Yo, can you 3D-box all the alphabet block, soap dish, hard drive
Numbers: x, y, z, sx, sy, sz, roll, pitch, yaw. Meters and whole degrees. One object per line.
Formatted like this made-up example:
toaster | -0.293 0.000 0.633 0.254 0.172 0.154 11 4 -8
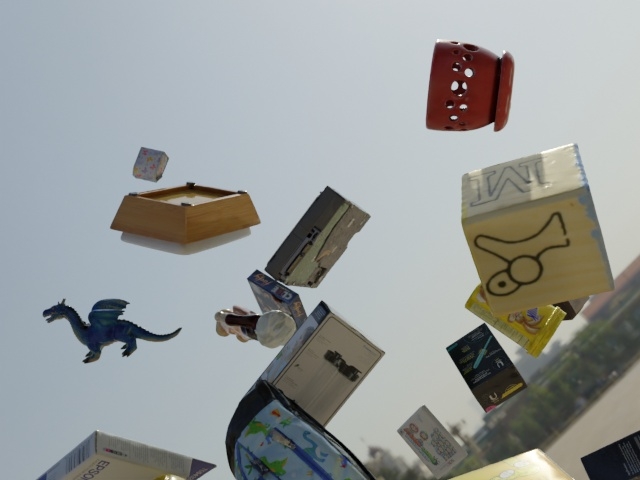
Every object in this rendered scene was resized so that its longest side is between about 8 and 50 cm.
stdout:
alphabet block | 0.347 -0.017 1.361 0.197 0.192 0.193 -14 24 17
soap dish | -0.315 -0.059 2.000 0.291 0.228 0.118 -19 -64 -57
hard drive | 0.000 0.000 1.960 0.237 0.064 0.339 -53 -12 5

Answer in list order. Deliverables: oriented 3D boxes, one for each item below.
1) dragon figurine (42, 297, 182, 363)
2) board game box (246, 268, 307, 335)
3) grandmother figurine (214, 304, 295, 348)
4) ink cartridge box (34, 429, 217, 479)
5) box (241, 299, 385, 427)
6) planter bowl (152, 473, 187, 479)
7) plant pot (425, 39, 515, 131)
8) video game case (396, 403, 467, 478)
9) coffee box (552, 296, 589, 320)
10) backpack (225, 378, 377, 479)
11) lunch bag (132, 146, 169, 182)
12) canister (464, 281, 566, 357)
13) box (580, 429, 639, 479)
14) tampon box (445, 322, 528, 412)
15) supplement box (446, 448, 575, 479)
dragon figurine | -0.452 0.176 1.812 0.289 0.144 0.085 -9 11 -4
board game box | -0.098 0.200 2.275 0.042 0.165 0.243 -44 -41 -24
grandmother figurine | -0.162 0.211 2.087 0.207 0.104 0.342 11 -9 -25
ink cartridge box | -0.457 0.565 1.897 0.330 0.071 0.324 29 -56 -35
box | -0.016 0.297 1.837 0.290 0.169 0.087 -52 19 3
planter bowl | -0.327 0.545 1.719 0.217 0.090 0.217 -36 7 5
plant pot | 0.316 -0.322 1.771 0.191 0.174 0.191 6 -90 -79
video game case | 0.271 0.495 2.063 0.019 0.157 0.143 -29 -20 -39
coffee box | 0.633 0.086 2.454 0.119 0.297 0.168 -39 14 -35
backpack | -0.015 0.471 1.561 0.273 0.355 0.290 -51 -29 -32
lunch bag | -0.441 -0.192 2.176 0.053 0.071 0.083 69 -145 -66
canister | 0.380 0.138 1.648 0.126 0.170 0.073 -38 -22 -50
box | 0.669 0.498 1.805 0.158 0.093 0.156 -31 -46 17
tampon box | 0.398 0.306 2.023 0.120 0.161 0.101 -33 -54 5
supplement box | 0.191 0.452 1.122 0.356 0.194 0.195 -17 11 -8
